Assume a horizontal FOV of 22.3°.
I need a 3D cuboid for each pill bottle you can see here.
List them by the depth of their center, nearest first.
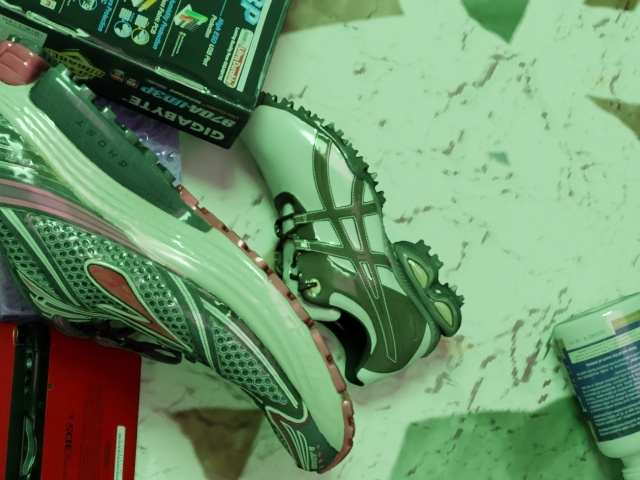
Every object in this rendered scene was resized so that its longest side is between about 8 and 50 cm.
[{"bbox_3d":[0.201,0.099,1.051,0.067,0.067,0.120,-20,87,-20],"label":"pill bottle"}]

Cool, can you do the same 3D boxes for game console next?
[{"bbox_3d":[-0.179,0.123,0.952,0.124,0.085,0.144,14,75,-47],"label":"game console"}]

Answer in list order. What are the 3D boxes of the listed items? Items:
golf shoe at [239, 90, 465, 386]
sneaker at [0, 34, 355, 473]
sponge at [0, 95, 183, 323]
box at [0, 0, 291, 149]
[{"bbox_3d":[0.000,0.000,0.998,0.094,0.077,0.198,-40,93,-20],"label":"golf shoe"},{"bbox_3d":[-0.099,0.024,0.916,0.299,0.121,0.112,44,86,-4],"label":"sneaker"},{"bbox_3d":[-0.144,-0.056,0.985,0.117,0.031,0.210,-2,80,-19],"label":"sponge"},{"bbox_3d":[-0.097,-0.187,0.987,0.175,0.051,0.220,22,61,-12],"label":"box"}]
